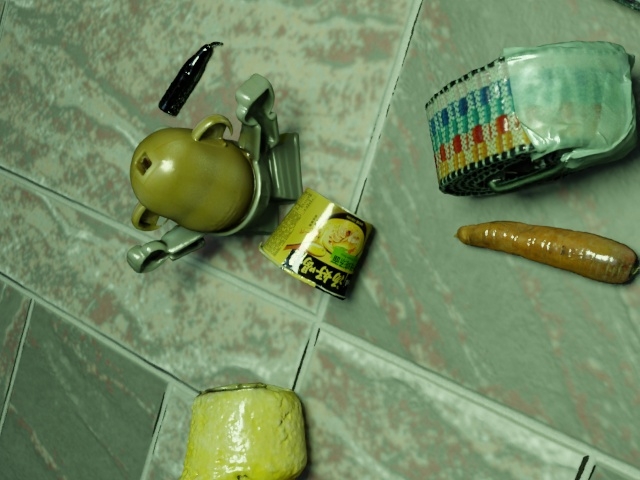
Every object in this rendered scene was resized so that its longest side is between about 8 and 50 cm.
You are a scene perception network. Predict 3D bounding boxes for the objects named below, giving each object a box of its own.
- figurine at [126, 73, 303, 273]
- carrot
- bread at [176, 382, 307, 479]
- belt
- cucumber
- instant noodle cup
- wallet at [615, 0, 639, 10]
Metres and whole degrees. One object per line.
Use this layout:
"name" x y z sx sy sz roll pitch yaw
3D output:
"figurine" -0.162 -0.089 1.104 0.167 0.285 0.342 24 102 30
"carrot" 0.284 0.007 0.951 0.248 0.059 0.059 14 95 35
"bread" -0.118 0.302 1.111 0.197 0.197 0.170 -9 78 32
"belt" 0.254 -0.139 0.888 0.258 0.207 0.149 -19 77 48
"cucumber" -0.235 -0.295 1.308 0.043 0.039 0.163 39 111 6
"instant noodle cup" 0.000 0.000 1.088 0.151 0.151 0.122 31 92 30
"wallet" 0.347 -0.454 0.929 0.342 0.075 0.237 42 103 29
